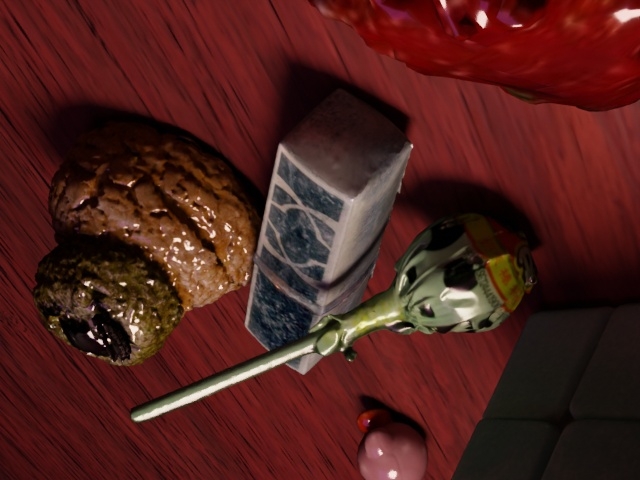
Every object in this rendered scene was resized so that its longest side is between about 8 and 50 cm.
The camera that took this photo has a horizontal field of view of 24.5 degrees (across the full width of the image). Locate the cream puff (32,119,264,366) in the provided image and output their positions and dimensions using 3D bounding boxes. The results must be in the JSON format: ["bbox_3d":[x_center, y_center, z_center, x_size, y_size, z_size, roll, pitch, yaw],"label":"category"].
[{"bbox_3d":[-0.150,0.019,1.159,0.183,0.169,0.183,24,151,14],"label":"cream puff"}]

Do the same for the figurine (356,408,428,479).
[{"bbox_3d":[0.066,0.199,1.368,0.067,0.071,0.083,-26,143,8],"label":"figurine"}]

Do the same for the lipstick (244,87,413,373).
[{"bbox_3d":[0.000,0.000,1.079,0.077,0.076,0.289,40,153,14],"label":"lipstick"}]

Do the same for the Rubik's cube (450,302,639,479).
[{"bbox_3d":[0.283,0.248,0.978,0.322,0.316,0.319,-9,134,49],"label":"Rubik's cube"}]

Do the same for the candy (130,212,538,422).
[{"bbox_3d":[0.004,0.066,1.023,0.091,0.306,0.083,-76,-38,-81],"label":"candy"}]

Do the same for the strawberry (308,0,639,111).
[{"bbox_3d":[0.074,-0.180,0.578,0.274,0.274,0.220,32,115,-5],"label":"strawberry"}]
